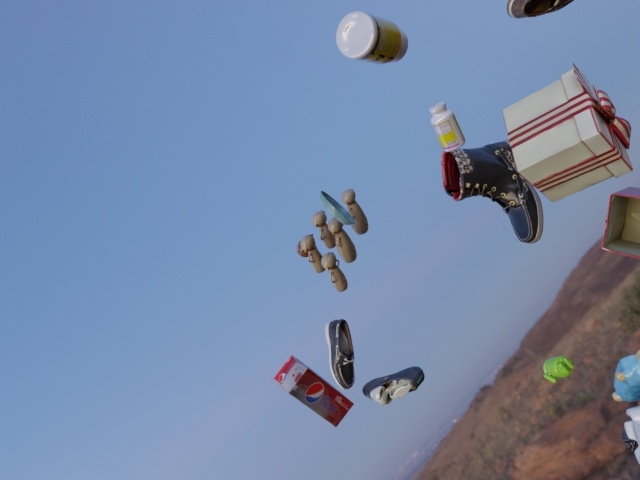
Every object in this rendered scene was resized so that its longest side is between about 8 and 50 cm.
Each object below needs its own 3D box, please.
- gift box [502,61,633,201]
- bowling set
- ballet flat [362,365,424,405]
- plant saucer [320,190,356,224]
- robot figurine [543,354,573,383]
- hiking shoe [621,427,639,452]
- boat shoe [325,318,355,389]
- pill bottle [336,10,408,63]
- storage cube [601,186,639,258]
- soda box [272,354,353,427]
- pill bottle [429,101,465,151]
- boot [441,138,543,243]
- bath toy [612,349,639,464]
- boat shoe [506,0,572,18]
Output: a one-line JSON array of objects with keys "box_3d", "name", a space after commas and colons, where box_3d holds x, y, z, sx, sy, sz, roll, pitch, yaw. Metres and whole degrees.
[{"box_3d": [0.659, -0.299, 1.660, 0.258, 0.276, 0.255, -26, -32, 35], "name": "gift box"}, {"box_3d": [0.000, 0.000, 1.713, 0.287, 0.200, 0.154, -70, -34, -41], "name": "bowling set"}, {"box_3d": [0.178, 0.380, 1.592, 0.203, 0.074, 0.074, -32, -7, 36], "name": "ballet flat"}, {"box_3d": [0.038, -0.076, 1.546, 0.021, 0.119, 0.119, -47, -18, 11], "name": "plant saucer"}, {"box_3d": [0.751, 0.402, 1.970, 0.101, 0.067, 0.115, -41, -6, -19], "name": "robot figurine"}, {"box_3d": [0.845, 0.531, 1.524, 0.114, 0.226, 0.086, -21, -18, -46], "name": "hiking shoe"}, {"box_3d": [0.042, 0.203, 1.117, 0.046, 0.125, 0.038, 7, -24, -44], "name": "boat shoe"}, {"box_3d": [0.144, -0.532, 1.655, 0.209, 0.119, 0.119, -13, -38, -54], "name": "pill bottle"}, {"box_3d": [1.005, -0.053, 1.915, 0.193, 0.215, 0.183, -16, -66, -49], "name": "storage cube"}, {"box_3d": [-0.016, 0.436, 1.795, 0.092, 0.083, 0.263, -51, -48, -10], "name": "soda box"}, {"box_3d": [0.224, -0.203, 1.109, 0.043, 0.083, 0.043, -25, 20, 10], "name": "pill bottle"}, {"box_3d": [0.572, -0.160, 2.087, 0.284, 0.377, 0.138, -5, -13, -22], "name": "boot"}, {"box_3d": [0.505, 0.311, 0.811, 0.129, 0.348, 0.151, -12, -37, 9], "name": "bath toy"}, {"box_3d": [0.710, -0.741, 1.917, 0.258, 0.095, 0.095, -25, -64, -6], "name": "boat shoe"}]
